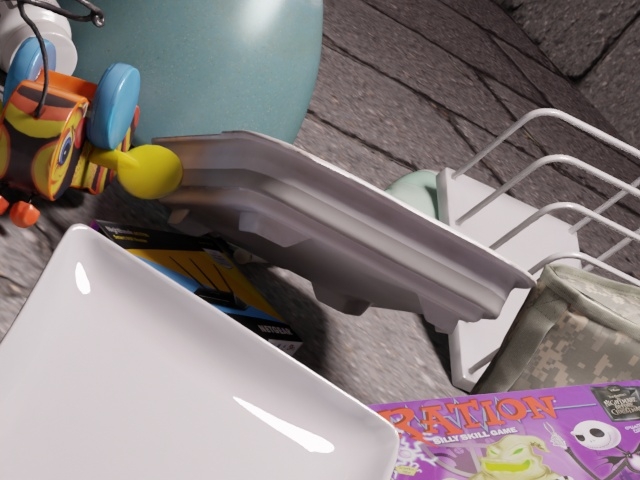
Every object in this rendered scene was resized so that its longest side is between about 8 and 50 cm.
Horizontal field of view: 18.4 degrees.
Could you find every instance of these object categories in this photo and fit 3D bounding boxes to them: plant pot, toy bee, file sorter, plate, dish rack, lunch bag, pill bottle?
[{"bbox_3d":[-0.109,-0.210,1.940,0.290,0.195,0.290,37,18,-14],"label":"plant pot"},{"bbox_3d":[-0.225,-0.084,1.569,0.195,0.162,0.298,14,-12,29],"label":"toy bee"},{"bbox_3d":[0.256,0.028,2.070,0.193,0.173,0.278,24,45,-29],"label":"file sorter"},{"bbox_3d":[-0.093,0.141,1.268,0.278,0.045,0.277,33,32,-7],"label":"plate"},{"bbox_3d":[0.000,0.000,1.688,0.285,0.072,0.333,27,-7,-20],"label":"dish rack"},{"bbox_3d":[0.222,0.156,1.724,0.169,0.235,0.287,41,15,33],"label":"lunch bag"},{"bbox_3d":[-0.276,-0.200,1.825,0.078,0.078,0.137,27,21,-41],"label":"pill bottle"}]

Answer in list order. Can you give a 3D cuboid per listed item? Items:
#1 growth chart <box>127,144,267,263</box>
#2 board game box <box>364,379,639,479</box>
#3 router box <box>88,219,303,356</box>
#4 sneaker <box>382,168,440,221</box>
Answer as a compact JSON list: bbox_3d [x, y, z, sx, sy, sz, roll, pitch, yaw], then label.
[{"bbox_3d":[-0.123,-0.053,1.897,0.237,0.021,0.172,44,17,13],"label":"growth chart"},{"bbox_3d":[0.108,0.189,1.392,0.347,0.056,0.208,-4,30,-18],"label":"board game box"},{"bbox_3d":[-0.108,0.049,1.603,0.133,0.046,0.179,47,16,23],"label":"router box"},{"bbox_3d":[0.144,0.041,2.163,0.256,0.094,0.151,51,30,11],"label":"sneaker"}]
